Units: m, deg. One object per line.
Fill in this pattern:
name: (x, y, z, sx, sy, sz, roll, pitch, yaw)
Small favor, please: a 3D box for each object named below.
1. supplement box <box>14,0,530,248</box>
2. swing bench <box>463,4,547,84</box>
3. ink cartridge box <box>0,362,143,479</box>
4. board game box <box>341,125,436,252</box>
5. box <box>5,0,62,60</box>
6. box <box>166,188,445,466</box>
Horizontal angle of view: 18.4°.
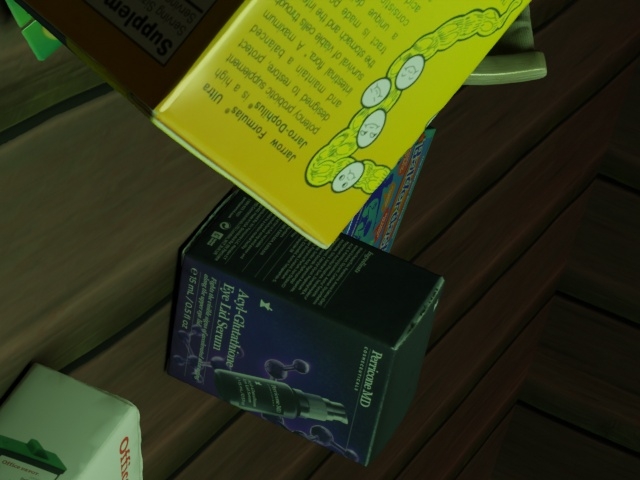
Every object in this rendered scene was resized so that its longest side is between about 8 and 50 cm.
supplement box: (0.014, -0.211, 1.078, 0.356, 0.194, 0.195, -50, 144, 2)
swing bench: (0.084, -0.279, 1.412, 0.255, 0.165, 0.253, 99, -15, -62)
ink cartridge box: (-0.222, 0.222, 1.430, 0.219, 0.092, 0.160, -55, 160, -38)
board game box: (0.049, -0.049, 2.064, 0.160, 0.047, 0.210, -70, 166, 11)
box: (-0.143, -0.203, 1.174, 0.105, 0.043, 0.179, 74, 39, -68)
box: (-0.015, 0.074, 1.710, 0.108, 0.207, 0.153, -52, 159, -45)
